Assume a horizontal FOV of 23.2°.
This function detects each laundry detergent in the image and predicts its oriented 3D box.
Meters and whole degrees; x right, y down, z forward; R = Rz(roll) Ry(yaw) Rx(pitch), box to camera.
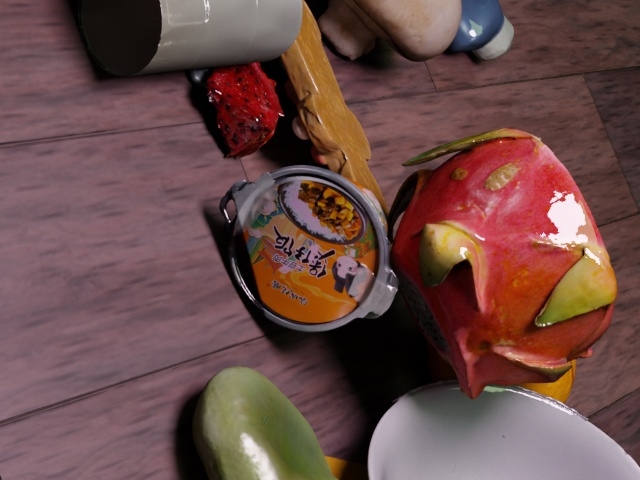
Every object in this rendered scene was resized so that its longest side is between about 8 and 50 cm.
[{"bbox_3d":[0.182,-0.354,2.211,0.290,0.094,0.143,39,38,-33],"label":"laundry detergent"}]

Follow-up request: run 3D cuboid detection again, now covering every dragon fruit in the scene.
[{"bbox_3d":[0.177,0.034,1.713,0.189,0.290,0.290,-22,87,-14],"label":"dragon fruit"},{"bbox_3d":[-0.073,-0.163,1.760,0.131,0.063,0.097,-66,141,-54],"label":"dragon fruit"}]

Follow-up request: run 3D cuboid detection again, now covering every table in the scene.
[{"bbox_3d":[-0.135,-0.244,1.664,0.220,0.126,0.126,-15,82,-49],"label":"table"}]

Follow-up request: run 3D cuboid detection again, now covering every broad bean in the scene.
[{"bbox_3d":[-0.048,0.233,1.541,0.169,0.100,0.228,3,56,-61],"label":"broad bean"}]

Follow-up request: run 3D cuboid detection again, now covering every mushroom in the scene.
[{"bbox_3d":[0.073,-0.317,1.989,0.226,0.178,0.226,53,3,-4],"label":"mushroom"}]

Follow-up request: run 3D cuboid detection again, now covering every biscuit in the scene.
[{"bbox_3d":[0.001,-0.144,1.831,0.339,0.047,0.216,67,15,5],"label":"biscuit"}]

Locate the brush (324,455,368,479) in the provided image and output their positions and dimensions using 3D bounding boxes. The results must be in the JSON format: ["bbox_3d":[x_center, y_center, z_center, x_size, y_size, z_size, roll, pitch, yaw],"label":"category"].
[{"bbox_3d":[0.049,0.262,1.719,0.272,0.013,0.103,18,56,-47],"label":"brush"}]

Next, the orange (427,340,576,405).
[{"bbox_3d":[0.225,0.143,1.903,0.193,0.161,0.193,26,54,-42],"label":"orange"}]

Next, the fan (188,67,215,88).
[{"bbox_3d":[-0.162,-0.303,1.779,0.057,0.023,0.282,-2,73,-53],"label":"fan"}]

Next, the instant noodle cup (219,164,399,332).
[{"bbox_3d":[0.000,0.000,1.697,0.208,0.177,0.125,47,19,3],"label":"instant noodle cup"}]

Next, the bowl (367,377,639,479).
[{"bbox_3d":[0.192,0.324,1.688,0.345,0.157,0.345,14,36,-10],"label":"bowl"}]
